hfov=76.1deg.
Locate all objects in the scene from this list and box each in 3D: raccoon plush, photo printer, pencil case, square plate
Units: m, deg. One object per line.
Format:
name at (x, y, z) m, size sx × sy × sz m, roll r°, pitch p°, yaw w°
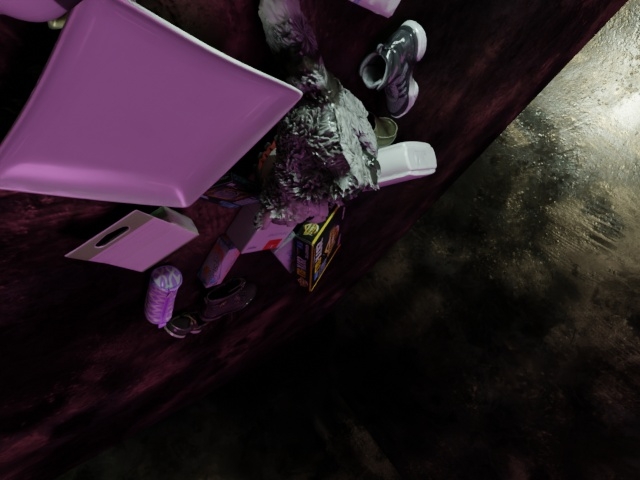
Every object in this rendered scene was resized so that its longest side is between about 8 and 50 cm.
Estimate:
raccoon plush at (-0.073, -0.221, 0.837) m, size 0.298 × 0.447 × 0.216 m, roll -14°, pitch -158°, yaw 29°
photo printer at (0.177, -0.220, 1.280) m, size 0.307 × 0.107 × 0.256 m, roll -10°, pitch -176°, yaw 35°
pencil case at (-0.440, 0.156, 1.144) m, size 0.086 × 0.088 × 0.206 m, roll -22°, pitch 155°, yaw -40°
square plate at (-0.250, -0.171, 0.614) m, size 0.344 × 0.049 × 0.347 m, roll -35°, pitch 160°, yaw 29°

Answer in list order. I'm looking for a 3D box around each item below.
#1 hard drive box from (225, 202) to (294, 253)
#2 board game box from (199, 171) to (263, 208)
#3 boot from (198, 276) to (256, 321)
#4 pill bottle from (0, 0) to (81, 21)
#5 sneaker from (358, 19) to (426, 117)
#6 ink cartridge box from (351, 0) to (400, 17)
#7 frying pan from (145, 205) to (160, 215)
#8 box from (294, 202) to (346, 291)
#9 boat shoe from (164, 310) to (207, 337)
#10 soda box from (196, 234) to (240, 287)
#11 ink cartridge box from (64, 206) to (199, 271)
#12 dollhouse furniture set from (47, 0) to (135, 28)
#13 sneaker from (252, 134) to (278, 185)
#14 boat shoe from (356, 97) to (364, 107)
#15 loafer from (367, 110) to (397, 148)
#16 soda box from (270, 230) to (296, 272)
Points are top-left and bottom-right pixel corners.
hard drive box at (-0.139, -0.080, 1.193) m, size 0.232 × 0.089 × 0.181 m, roll -50°, pitch 159°, yaw 28°
board game box at (-0.211, -0.115, 0.969) m, size 0.126 × 0.026 × 0.186 m, roll -12°, pitch 171°, yaw 19°
boot at (-0.301, 0.184, 1.413) m, size 0.262 × 0.091 × 0.229 m, roll -31°, pitch 170°, yaw -37°
pill bottle at (-0.222, -0.306, 0.297) m, size 0.362 × 0.210 × 0.210 m, roll -39°, pitch 162°, yaw -1°
sneaker at (0.170, -0.405, 1.038) m, size 0.153 × 0.101 × 0.269 m, roll -34°, pitch 155°, yaw -17°
ink cartridge box at (0.024, -0.426, 0.594) m, size 0.212 × 0.154 × 0.093 m, roll -15°, pitch 147°, yaw -51°
frying pan at (-0.277, -0.159, 0.780) m, size 0.197 × 0.053 × 0.326 m, roll -25°, pitch 167°, yaw -18°
box at (0.000, 0.000, 1.474) m, size 0.257 × 0.079 × 0.322 m, roll -54°, pitch 163°, yaw -31°
boat shoe at (-0.462, 0.283, 1.422) m, size 0.068 × 0.081 × 0.228 m, roll -44°, pitch 169°, yaw 2°
soda box at (-0.305, 0.062, 1.242) m, size 0.062 × 0.058 × 0.183 m, roll -16°, pitch 149°, yaw -53°
ink cartridge box at (-0.390, -0.010, 0.865) m, size 0.171 × 0.056 × 0.235 m, roll -32°, pitch 162°, yaw 4°
dollhouse furniture set at (-0.272, -0.256, 0.519) m, size 0.114 × 0.081 × 0.091 m, roll -27°, pitch 158°, yaw -35°
sneaker at (-0.044, -0.213, 0.994) m, size 0.276 × 0.135 × 0.097 m, roll -42°, pitch 164°, yaw 10°
boat shoe at (0.025, -0.241, 1.078) m, size 0.098 × 0.096 × 0.277 m, roll 21°, pitch 121°, yaw -18°
loafer at (0.149, -0.322, 1.188) m, size 0.251 × 0.094 × 0.087 m, roll -24°, pitch 160°, yaw -40°
soda box at (-0.125, 0.024, 1.457) m, size 0.098 × 0.091 × 0.286 m, roll -40°, pitch 162°, yaw -6°
